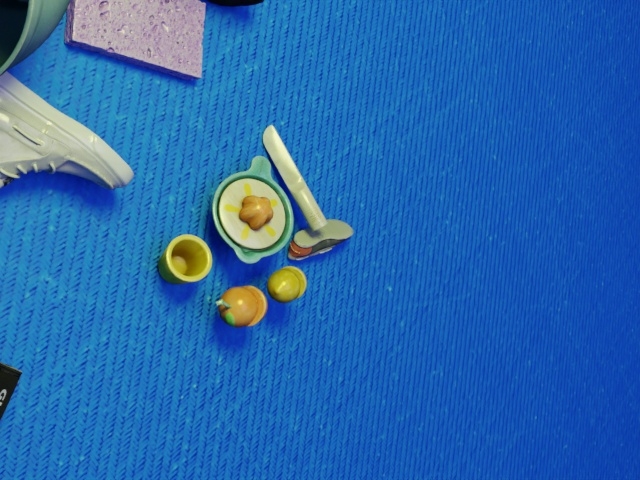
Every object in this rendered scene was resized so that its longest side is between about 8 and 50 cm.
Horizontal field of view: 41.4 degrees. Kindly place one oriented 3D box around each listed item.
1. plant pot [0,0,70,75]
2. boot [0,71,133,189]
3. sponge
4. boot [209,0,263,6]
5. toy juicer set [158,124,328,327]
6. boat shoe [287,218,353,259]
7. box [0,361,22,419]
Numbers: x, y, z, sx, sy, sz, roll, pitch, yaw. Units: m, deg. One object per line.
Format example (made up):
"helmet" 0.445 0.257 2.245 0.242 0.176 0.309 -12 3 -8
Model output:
"plant pot" -0.386 -0.329 0.932 0.293 0.293 0.196 68 26 -19
"boot" -0.367 -0.110 1.061 0.258 0.095 0.123 37 71 -27
"sponge" -0.256 -0.308 1.199 0.210 0.031 0.117 9 83 -43
"boot" -0.162 -0.527 1.166 0.377 0.138 0.284 32 63 -65
"toy juicer set" -0.078 -0.014 1.290 0.209 0.089 0.329 44 57 -12
"boat shoe" 0.000 0.000 1.429 0.137 0.049 0.043 -19 144 -44
"box" -0.460 0.248 0.867 0.257 0.079 0.321 66 42 -67
